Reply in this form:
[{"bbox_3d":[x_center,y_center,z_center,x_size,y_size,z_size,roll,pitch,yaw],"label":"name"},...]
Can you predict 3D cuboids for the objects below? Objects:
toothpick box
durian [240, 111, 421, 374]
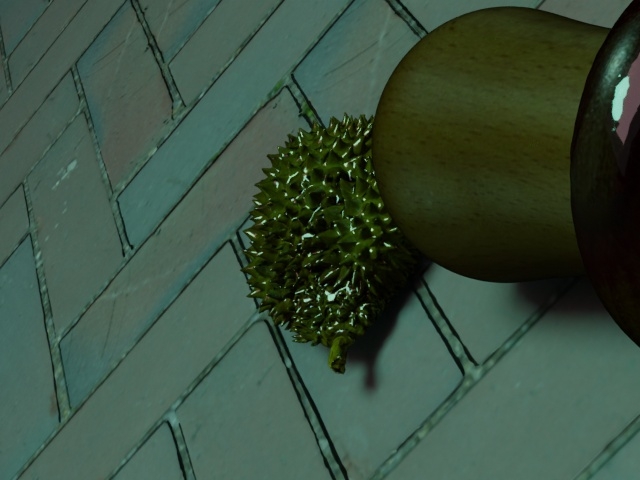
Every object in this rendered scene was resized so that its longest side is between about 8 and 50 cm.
[{"bbox_3d":[0.151,-0.042,0.623,0.192,0.192,0.294,-61,27,-7],"label":"toothpick box"},{"bbox_3d":[0.000,0.000,0.867,0.146,0.102,0.208,-25,47,32],"label":"durian"}]
